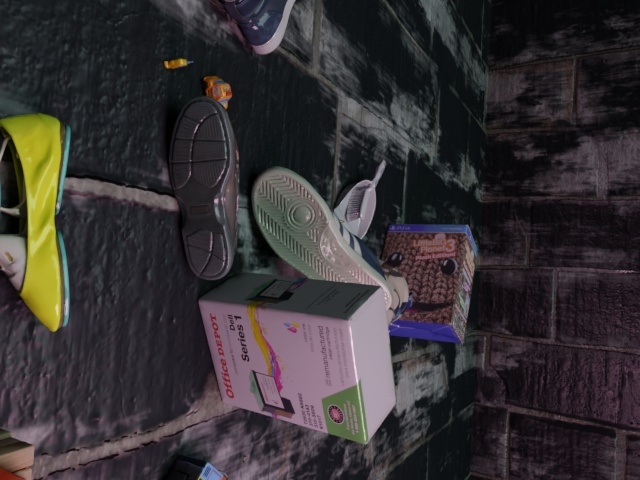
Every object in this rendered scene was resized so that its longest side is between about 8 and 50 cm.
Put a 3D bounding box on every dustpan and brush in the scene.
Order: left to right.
[{"bbox_3d":[0.110,-0.115,1.266,0.147,0.060,0.211,53,47,-48],"label":"dustpan and brush"}]

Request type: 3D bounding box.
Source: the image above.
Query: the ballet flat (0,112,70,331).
[{"bbox_3d":[-0.307,-0.019,0.537,0.077,0.077,0.231,2,87,-39],"label":"ballet flat"}]

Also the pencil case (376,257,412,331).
[{"bbox_3d":[0.061,0.193,1.095,0.410,0.159,0.184,-39,109,-54],"label":"pencil case"}]

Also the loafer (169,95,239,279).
[{"bbox_3d":[-0.166,-0.078,0.773,0.084,0.096,0.268,-56,149,-73],"label":"loafer"}]

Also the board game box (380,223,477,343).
[{"bbox_3d":[0.286,0.113,1.417,0.141,0.232,0.291,50,48,-49],"label":"board game box"}]

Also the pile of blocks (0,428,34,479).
[{"bbox_3d":[-0.370,0.202,0.381,0.362,0.112,0.149,47,52,-51],"label":"pile of blocks"}]

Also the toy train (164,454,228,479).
[{"bbox_3d":[-0.199,0.408,0.735,0.105,0.080,0.184,58,45,-32],"label":"toy train"}]

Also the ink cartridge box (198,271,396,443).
[{"bbox_3d":[-0.038,0.170,0.803,0.117,0.278,0.201,-33,120,-52],"label":"ink cartridge box"}]

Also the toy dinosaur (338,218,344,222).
[{"bbox_3d":[0.009,0.008,1.093,0.211,0.064,0.112,28,68,-57],"label":"toy dinosaur"}]

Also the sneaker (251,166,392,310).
[{"bbox_3d":[0.000,0.000,0.986,0.350,0.131,0.148,52,13,-16],"label":"sneaker"}]

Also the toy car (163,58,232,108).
[{"bbox_3d":[-0.177,-0.230,0.774,0.122,0.040,0.060,0,92,-61],"label":"toy car"}]

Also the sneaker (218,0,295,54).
[{"bbox_3d":[-0.102,-0.453,0.848,0.163,0.086,0.226,36,62,-59],"label":"sneaker"}]
